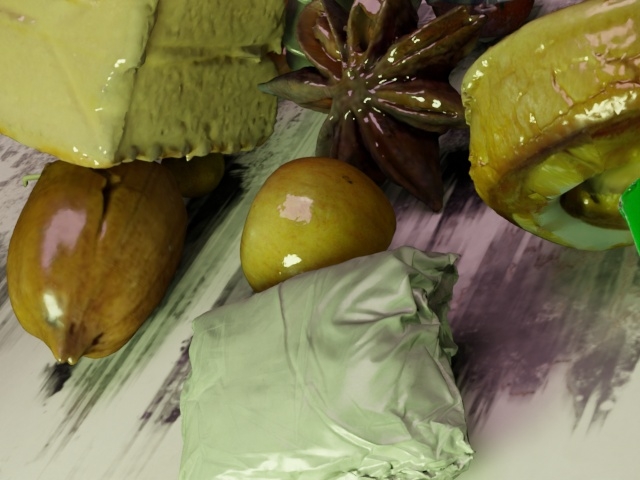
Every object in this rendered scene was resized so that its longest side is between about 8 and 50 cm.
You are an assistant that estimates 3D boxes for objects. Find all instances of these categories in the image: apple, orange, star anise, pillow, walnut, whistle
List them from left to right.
[{"bbox_3d":[-0.271,0.019,1.634,0.209,0.209,0.336,-18,38,20],"label":"walnut"},{"bbox_3d":[-0.170,-0.100,1.830,0.085,0.085,0.095,-13,25,27],"label":"orange"},{"bbox_3d":[0.000,0.000,1.462,0.155,0.182,0.182,15,46,12],"label":"apple"},{"bbox_3d":[0.000,0.146,1.275,0.310,0.138,0.283,-19,41,22],"label":"pillow"},{"bbox_3d":[0.059,-0.165,1.594,0.315,0.315,0.108,-5,1,36],"label":"star anise"},{"bbox_3d":[0.216,-0.361,1.859,0.142,0.134,0.346,-25,21,15],"label":"whistle"}]

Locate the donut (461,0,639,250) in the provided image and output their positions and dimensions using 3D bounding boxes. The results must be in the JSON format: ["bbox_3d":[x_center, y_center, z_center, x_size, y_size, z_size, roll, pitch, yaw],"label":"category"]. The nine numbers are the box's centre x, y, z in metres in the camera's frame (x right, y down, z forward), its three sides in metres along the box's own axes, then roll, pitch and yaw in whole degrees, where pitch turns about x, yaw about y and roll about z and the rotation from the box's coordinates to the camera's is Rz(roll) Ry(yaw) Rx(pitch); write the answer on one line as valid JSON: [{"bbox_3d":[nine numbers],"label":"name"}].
[{"bbox_3d":[0.288,-0.090,1.242,0.330,0.330,0.160,-12,67,28],"label":"donut"}]

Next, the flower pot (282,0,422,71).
[{"bbox_3d":[0.059,-0.347,1.779,0.164,0.367,0.254,20,50,2],"label":"flower pot"}]

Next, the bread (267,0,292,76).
[{"bbox_3d":[-0.116,-0.286,1.995,0.344,0.149,0.195,-43,43,-22],"label":"bread"}]

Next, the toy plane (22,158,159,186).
[{"bbox_3d":[-0.293,-0.109,1.874,0.229,0.092,0.244,-12,-2,-14],"label":"toy plane"}]

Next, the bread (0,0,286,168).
[{"bbox_3d":[-0.270,-0.266,1.679,0.390,0.279,0.371,20,16,30],"label":"bread"}]

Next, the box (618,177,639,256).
[{"bbox_3d":[0.329,0.058,1.080,0.103,0.180,0.250,-26,32,15],"label":"box"}]
